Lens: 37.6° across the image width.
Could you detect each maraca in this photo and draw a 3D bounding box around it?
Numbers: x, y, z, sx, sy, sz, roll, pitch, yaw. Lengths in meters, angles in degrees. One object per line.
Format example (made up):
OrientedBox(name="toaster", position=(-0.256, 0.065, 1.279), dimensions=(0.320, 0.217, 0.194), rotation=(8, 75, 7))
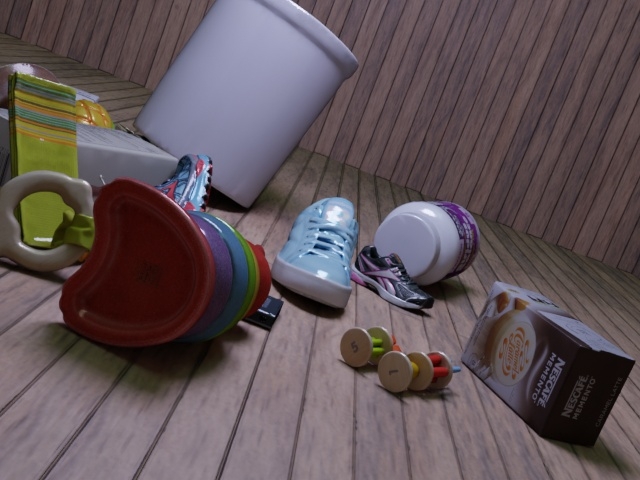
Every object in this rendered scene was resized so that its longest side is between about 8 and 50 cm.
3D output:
OrientedBox(name="maraca", position=(-0.495, -0.224, 1.895), dimensions=(0.127, 0.099, 0.186), rotation=(29, 37, 12))

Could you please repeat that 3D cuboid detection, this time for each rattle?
OrientedBox(name="rattle", position=(-0.382, -0.018, 1.170), dimensions=(0.199, 0.130, 0.143), rotation=(-11, 10, -17))

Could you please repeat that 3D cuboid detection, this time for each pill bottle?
OrientedBox(name="pill bottle", position=(0.214, 0.004, 1.910), dimensions=(0.169, 0.169, 0.301), rotation=(25, 12, 19))

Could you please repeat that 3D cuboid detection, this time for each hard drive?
OrientedBox(name="hard drive", position=(-0.122, 0.078, 1.303), dimensions=(0.135, 0.022, 0.094), rotation=(22, 11, 2))

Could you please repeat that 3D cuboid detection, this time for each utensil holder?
OrientedBox(name="utensil holder", position=(-0.162, -0.309, 1.972), dimensions=(0.327, 0.385, 0.327), rotation=(36, 0, 0))

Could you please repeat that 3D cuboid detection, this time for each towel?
OrientedBox(name="towel", position=(-0.366, -0.105, 1.260), dimensions=(0.021, 0.237, 0.102), rotation=(-17, -16, 40))

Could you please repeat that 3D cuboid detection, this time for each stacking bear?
OrientedBox(name="stacking bear", position=(-0.146, 0.042, 1.116), dimensions=(0.164, 0.175, 0.289), rotation=(22, 3, 16))

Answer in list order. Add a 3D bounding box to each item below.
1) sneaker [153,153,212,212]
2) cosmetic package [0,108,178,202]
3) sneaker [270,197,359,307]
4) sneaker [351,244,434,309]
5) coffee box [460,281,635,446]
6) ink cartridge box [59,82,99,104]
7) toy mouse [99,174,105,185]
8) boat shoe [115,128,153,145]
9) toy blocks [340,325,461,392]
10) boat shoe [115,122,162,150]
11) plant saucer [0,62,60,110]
OrientedBox(name="sneaker", position=(-0.232, -0.060, 1.406), dimensions=(0.125, 0.104, 0.262), rotation=(14, 33, -9))
OrientedBox(name="cosmetic package", position=(-0.381, -0.106, 1.438), dimensions=(0.153, 0.129, 0.296), rotation=(26, 12, 32))
OrientedBox(name="sneaker", position=(0.000, 0.000, 1.579), dimensions=(0.135, 0.150, 0.366), rotation=(19, 11, -9))
OrientedBox(name="sneaker", position=(0.130, 0.064, 1.705), dimensions=(0.178, 0.077, 0.072), rotation=(27, 14, 27))
OrientedBox(name="coffee box", position=(0.321, 0.173, 1.367), dimensions=(0.098, 0.141, 0.246), rotation=(17, 11, -23))
OrientedBox(name="ink cartridge box", position=(-0.583, -0.292, 2.064), dimensions=(0.158, 0.092, 0.218), rotation=(19, 9, -11))
OrientedBox(name="toy mouse", position=(-0.236, -0.006, 1.275), dimensions=(0.143, 0.031, 0.161), rotation=(9, 54, -19))
OrientedBox(name="boat shoe", position=(-0.375, -0.181, 1.936), dimensions=(0.068, 0.081, 0.227), rotation=(7, 15, -40))
OrientedBox(name="toy blocks", position=(0.114, 0.159, 1.273), dimensions=(0.123, 0.054, 0.148), rotation=(30, 14, 37))
OrientedBox(name="boat shoe", position=(-0.406, -0.221, 2.164), dimensions=(0.153, 0.048, 0.056), rotation=(22, 11, 6))
OrientedBox(name="plant saucer", position=(-0.471, -0.176, 1.442), dimensions=(0.036, 0.199, 0.198), rotation=(39, 18, 26))
